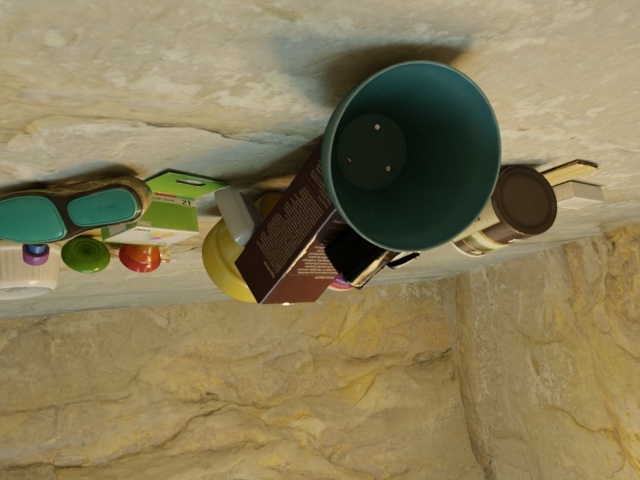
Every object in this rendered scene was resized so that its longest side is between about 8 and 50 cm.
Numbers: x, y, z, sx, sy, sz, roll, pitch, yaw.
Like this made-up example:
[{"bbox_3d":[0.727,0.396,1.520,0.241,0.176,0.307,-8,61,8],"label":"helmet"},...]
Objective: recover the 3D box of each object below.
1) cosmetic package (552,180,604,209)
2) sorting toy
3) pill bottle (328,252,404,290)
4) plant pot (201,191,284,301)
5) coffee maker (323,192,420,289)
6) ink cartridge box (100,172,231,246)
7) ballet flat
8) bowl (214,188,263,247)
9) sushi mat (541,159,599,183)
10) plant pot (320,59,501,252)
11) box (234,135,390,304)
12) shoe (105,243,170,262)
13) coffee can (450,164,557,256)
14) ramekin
[{"bbox_3d":[0.864,-0.152,1.885,0.239,0.060,0.099,1,167,-42],"label":"cosmetic package"},{"bbox_3d":[-0.599,0.004,1.503,0.366,0.127,0.126,2,135,-35],"label":"sorting toy"},{"bbox_3d":[0.107,-0.005,1.385,0.181,0.181,0.323,-2,156,-32],"label":"pill bottle"},{"bbox_3d":[-0.150,0.001,1.461,0.254,0.254,0.239,0,149,-39],"label":"plant pot"},{"bbox_3d":[0.098,-0.001,1.123,0.178,0.120,0.171,-41,128,7],"label":"coffee maker"},{"bbox_3d":[-0.354,-0.066,1.276,0.255,0.097,0.189,-16,167,35],"label":"ink cartridge box"},{"bbox_3d":[-0.513,-0.068,1.148,0.349,0.123,0.123,-9,169,8],"label":"ballet flat"},{"bbox_3d":[-0.175,-0.053,1.273,0.053,0.142,0.142,-30,162,7],"label":"bowl"},{"bbox_3d":[0.673,-0.179,1.708,0.151,0.019,0.316,4,162,-43],"label":"sushi mat"},{"bbox_3d":[0.121,-0.142,0.931,0.290,0.290,0.195,-6,-167,-16],"label":"plant pot"},{"bbox_3d":[0.000,-0.032,1.209,0.191,0.143,0.381,5,130,-49],"label":"box"},{"bbox_3d":[-0.561,0.029,1.704,0.219,0.058,0.076,9,-170,-45],"label":"shoe"},{"bbox_3d":[0.515,-0.078,1.620,0.202,0.201,0.275,-5,168,-19],"label":"coffee can"},{"bbox_3d":[-0.867,0.088,1.552,0.273,0.127,0.273,-8,168,-2],"label":"ramekin"}]
